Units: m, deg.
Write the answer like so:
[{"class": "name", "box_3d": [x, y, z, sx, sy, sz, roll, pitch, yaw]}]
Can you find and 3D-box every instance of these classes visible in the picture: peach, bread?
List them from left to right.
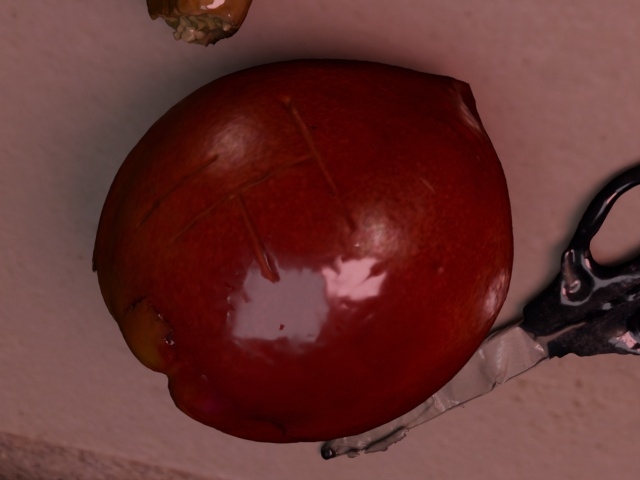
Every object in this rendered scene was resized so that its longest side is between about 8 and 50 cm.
[{"class": "bread", "box_3d": [-0.047, -0.129, 0.508, 0.054, 0.136, 0.154, 13, 126, -12]}, {"class": "peach", "box_3d": [0.000, 0.000, 0.547, 0.197, 0.197, 0.197, 7, 120, 12]}]

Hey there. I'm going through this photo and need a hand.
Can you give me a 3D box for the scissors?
[{"class": "scissors", "box_3d": [0.108, 0.057, 0.635, 0.300, 0.022, 0.109, -33, 102, 28]}]
